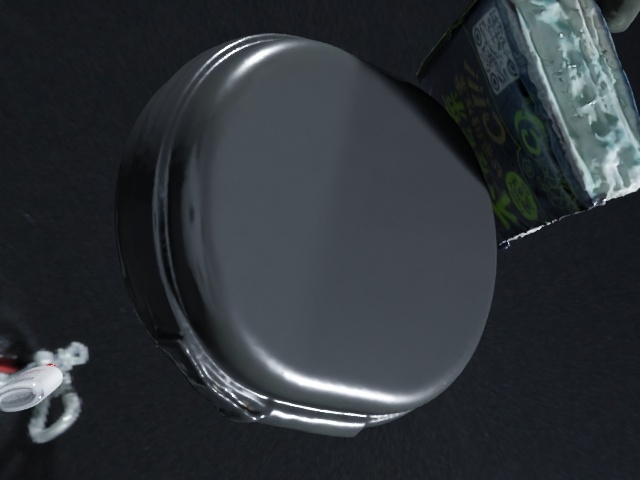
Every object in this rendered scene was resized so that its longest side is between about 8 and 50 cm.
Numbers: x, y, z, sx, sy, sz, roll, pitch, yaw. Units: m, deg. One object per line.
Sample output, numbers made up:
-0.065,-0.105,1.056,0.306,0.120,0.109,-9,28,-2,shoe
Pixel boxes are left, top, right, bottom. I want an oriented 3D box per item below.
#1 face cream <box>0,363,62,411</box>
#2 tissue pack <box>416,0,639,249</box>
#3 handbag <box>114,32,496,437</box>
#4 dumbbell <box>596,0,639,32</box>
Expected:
-0.221,0.111,0.833,0.040,0.083,0.021,-14,-84,5,face cream
0.152,-0.094,0.803,0.073,0.235,0.173,-21,-95,-9,tissue pack
-0.001,0.000,0.722,0.093,0.308,0.254,-4,-106,45,handbag
0.183,-0.258,0.718,0.290,0.192,0.192,33,-92,6,dumbbell
